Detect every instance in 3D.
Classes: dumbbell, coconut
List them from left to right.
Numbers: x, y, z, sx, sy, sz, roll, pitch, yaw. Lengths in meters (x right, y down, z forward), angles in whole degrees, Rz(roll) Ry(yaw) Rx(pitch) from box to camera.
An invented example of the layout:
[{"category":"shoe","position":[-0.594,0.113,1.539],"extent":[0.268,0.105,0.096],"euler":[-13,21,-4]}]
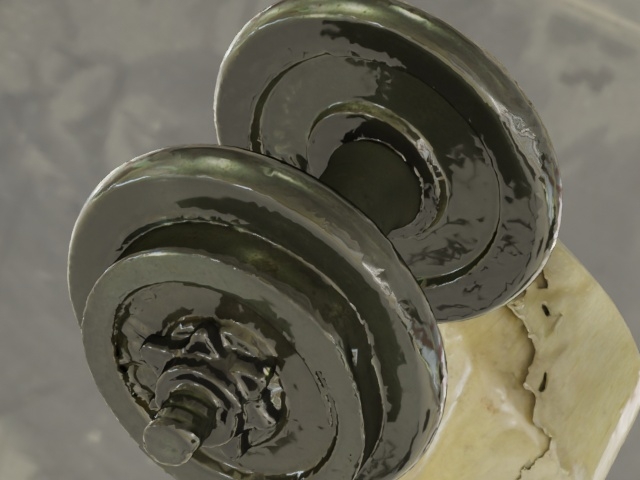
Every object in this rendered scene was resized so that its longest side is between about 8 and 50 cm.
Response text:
[{"category":"dumbbell","position":[0.000,0.000,0.831],"extent":[0.192,0.192,0.290],"euler":[26,-134,14]},{"category":"coconut","position":[0.100,0.115,1.443],"extent":[0.352,0.352,0.352],"euler":[23,-171,-4]}]
